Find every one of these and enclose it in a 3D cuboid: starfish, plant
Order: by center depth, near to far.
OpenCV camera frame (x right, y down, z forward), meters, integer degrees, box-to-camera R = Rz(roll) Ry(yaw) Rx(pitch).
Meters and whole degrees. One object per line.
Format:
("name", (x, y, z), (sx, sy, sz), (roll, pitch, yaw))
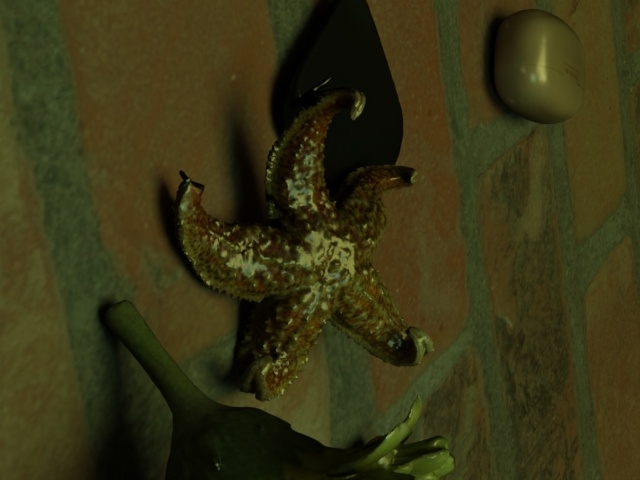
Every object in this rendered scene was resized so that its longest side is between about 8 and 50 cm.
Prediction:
("plant", (-0.060, 0.209, 1.020), (0.306, 0.297, 0.261), (-36, 137, -9))
("starfish", (0.004, -0.002, 1.197), (0.312, 0.113, 0.303), (-24, 117, -41))

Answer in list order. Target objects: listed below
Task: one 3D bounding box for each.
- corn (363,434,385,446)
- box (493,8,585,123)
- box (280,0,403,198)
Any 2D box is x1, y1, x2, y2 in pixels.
("corn", (0.035, 0.273, 1.337), (0.206, 0.067, 0.067), (-46, 129, -52))
("box", (0.299, -0.235, 1.764), (0.200, 0.088, 0.146), (11, 82, -59))
("box", (0.028, -0.127, 1.337), (0.201, 0.042, 0.212), (-64, 143, -37))
